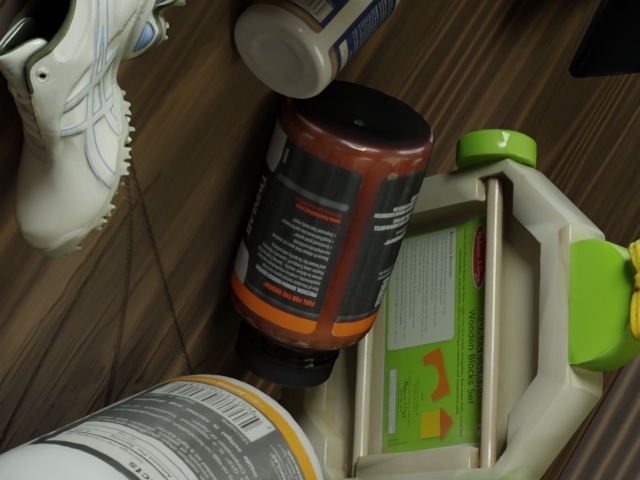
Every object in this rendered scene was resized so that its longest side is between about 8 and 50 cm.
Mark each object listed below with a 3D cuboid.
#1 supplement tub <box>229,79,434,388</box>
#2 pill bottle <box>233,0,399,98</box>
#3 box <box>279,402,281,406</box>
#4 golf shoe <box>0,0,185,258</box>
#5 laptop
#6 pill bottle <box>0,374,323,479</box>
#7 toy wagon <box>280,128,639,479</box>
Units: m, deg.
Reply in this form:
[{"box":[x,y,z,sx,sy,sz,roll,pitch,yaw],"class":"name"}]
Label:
[{"box":[0.000,0.000,1.241,0.106,0.106,0.198,-31,144,-57],"class":"supplement tub"},{"box":[0.007,-0.146,1.119,0.120,0.067,0.067,-50,157,-31],"class":"pill bottle"},{"box":[0.029,0.143,1.556,0.126,0.072,0.137,-51,159,-27],"class":"box"},{"box":[-0.131,-0.074,0.901,0.086,0.069,0.176,-1,116,-46],"class":"golf shoe"},{"box":[0.282,-0.279,1.599,0.264,0.136,0.234,-107,-143,-57],"class":"laptop"},{"box":[-0.121,0.183,1.089,0.278,0.162,0.162,-21,135,-62],"class":"pill bottle"},{"box":[0.105,0.062,1.257,0.068,0.344,0.267,18,69,-42],"class":"toy wagon"}]
